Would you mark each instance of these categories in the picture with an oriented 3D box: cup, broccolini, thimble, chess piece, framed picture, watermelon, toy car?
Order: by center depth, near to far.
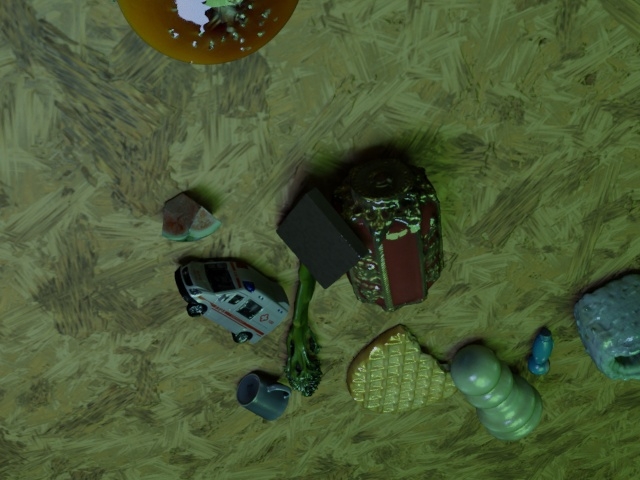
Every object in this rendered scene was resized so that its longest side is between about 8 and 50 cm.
[{"bbox_3d":[-0.193,-0.034,1.346,0.092,0.084,0.072,-28,132,-53],"label":"watermelon"},{"bbox_3d":[0.000,0.000,1.366,0.023,0.128,0.168,-39,177,-26],"label":"framed picture"},{"bbox_3d":[-0.147,0.090,1.474,0.108,0.089,0.210,-35,139,16],"label":"toy car"},{"bbox_3d":[-0.014,0.146,1.615,0.079,0.074,0.392,24,135,14],"label":"broccolini"},{"bbox_3d":[-0.106,0.300,1.722,0.100,0.078,0.077,-28,136,31],"label":"cup"},{"bbox_3d":[0.649,0.185,1.825,0.250,0.172,0.205,4,135,-27],"label":"thimble"},{"bbox_3d":[0.365,0.315,1.887,0.144,0.144,0.251,-32,133,14],"label":"chess piece"}]

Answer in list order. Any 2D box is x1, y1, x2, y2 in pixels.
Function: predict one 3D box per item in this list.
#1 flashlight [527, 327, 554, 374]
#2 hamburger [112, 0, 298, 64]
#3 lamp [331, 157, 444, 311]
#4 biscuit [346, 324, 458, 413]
[{"bbox_3d":[0.478,0.242,1.915,0.051,0.051,0.129,-13,135,-8],"label":"flashlight"},{"bbox_3d":[-0.128,-0.310,0.988,0.246,0.170,0.246,-12,141,-10],"label":"hamburger"},{"bbox_3d":[0.109,-0.008,1.415,0.177,0.177,0.274,-17,140,-3],"label":"lamp"},{"bbox_3d":[0.164,0.295,1.853,0.204,0.040,0.309,-32,137,13],"label":"biscuit"}]
